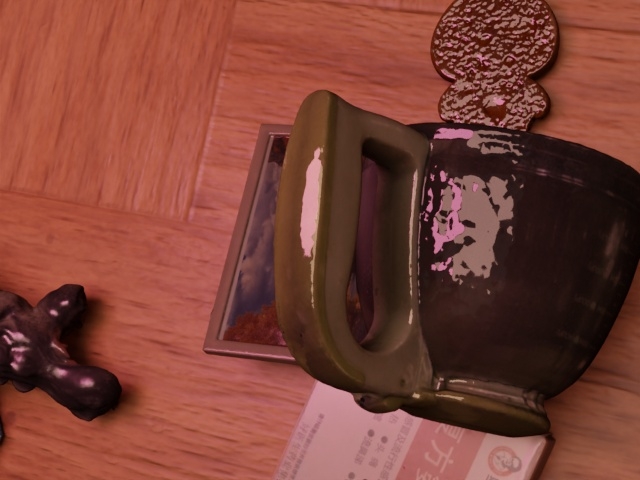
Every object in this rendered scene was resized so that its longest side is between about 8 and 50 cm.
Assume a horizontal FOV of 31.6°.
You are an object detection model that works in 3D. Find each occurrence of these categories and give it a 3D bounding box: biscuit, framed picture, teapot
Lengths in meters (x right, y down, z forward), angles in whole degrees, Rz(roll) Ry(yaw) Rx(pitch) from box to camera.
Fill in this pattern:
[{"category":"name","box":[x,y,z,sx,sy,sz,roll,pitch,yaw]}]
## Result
[{"category":"biscuit","box":[0.164,-0.162,1.076,0.124,0.026,0.175,1,81,21]},{"category":"framed picture","box":[0.000,0.000,1.077,0.184,0.016,0.250,5,66,21]},{"category":"teapot","box":[0.121,0.031,0.891,0.239,0.321,0.239,7,77,21]}]

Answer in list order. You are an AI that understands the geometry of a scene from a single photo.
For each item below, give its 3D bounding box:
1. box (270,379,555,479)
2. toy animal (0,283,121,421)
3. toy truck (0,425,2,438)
[{"category":"box","box":[0.041,0.290,1.025,0.214,0.069,0.353,25,91,21]},{"category":"toy animal","box":[-0.367,0.087,1.142,0.343,0.106,0.168,4,68,-2]},{"category":"toy truck","box":[-0.370,0.191,1.192,0.073,0.056,0.090,27,77,17]}]
